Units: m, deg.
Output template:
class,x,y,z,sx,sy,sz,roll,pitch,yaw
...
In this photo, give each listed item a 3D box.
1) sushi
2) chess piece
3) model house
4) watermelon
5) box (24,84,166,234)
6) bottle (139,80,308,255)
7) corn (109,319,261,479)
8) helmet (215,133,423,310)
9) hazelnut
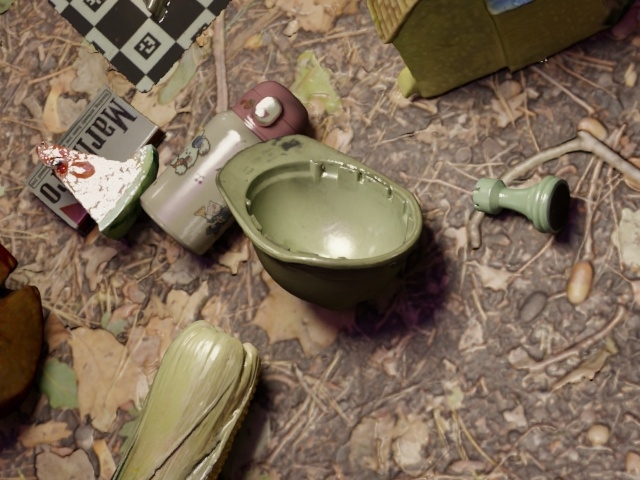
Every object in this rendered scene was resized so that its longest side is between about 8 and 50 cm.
class,x,y,z,sx,sy,sz,roll,pitch,yaw
sushi,-0.239,-0.441,1.867,0.359,0.064,0.343,-47,62,1
chess piece,0.231,-0.047,1.548,0.103,0.067,0.067,10,77,33
model house,0.184,-0.355,1.558,0.321,0.266,0.261,-22,70,14
watermelon,-0.291,-0.057,1.714,0.158,0.098,0.121,5,73,-2
box,-0.303,-0.110,1.795,0.115,0.036,0.177,39,90,24
bottle,-0.113,-0.098,1.675,0.233,0.110,0.110,-47,62,2
corn,-0.172,0.245,1.573,0.123,0.122,0.305,22,82,7
helmet,-0.003,0.001,1.583,0.204,0.137,0.257,-29,50,-34
hazelnut,-0.464,0.116,1.701,0.217,0.217,0.251,-20,90,15
